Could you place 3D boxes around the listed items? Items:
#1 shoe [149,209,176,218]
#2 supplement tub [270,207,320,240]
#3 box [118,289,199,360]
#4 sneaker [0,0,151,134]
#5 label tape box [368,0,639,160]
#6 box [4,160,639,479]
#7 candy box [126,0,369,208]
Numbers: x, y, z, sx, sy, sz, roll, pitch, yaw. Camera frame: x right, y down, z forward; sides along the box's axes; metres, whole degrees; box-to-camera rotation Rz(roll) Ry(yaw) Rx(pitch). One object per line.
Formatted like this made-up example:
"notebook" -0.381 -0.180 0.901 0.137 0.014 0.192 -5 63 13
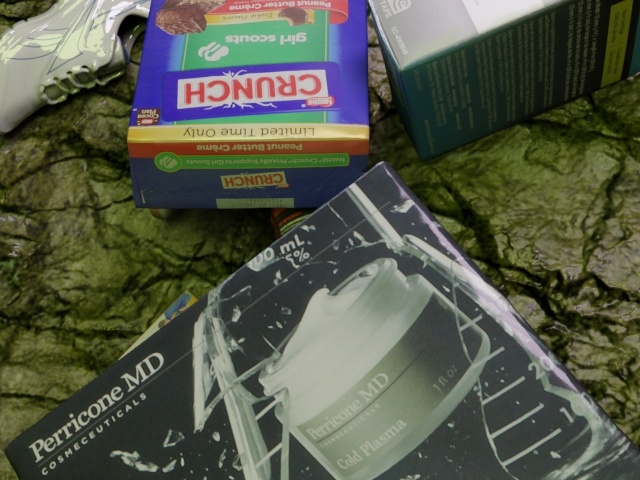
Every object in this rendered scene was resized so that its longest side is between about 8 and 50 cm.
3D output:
"shoe" -0.165 -0.128 1.409 0.058 0.076 0.219 9 71 19
"supplement tub" 0.000 0.000 1.315 0.106 0.106 0.198 -17 69 5
"box" -0.180 0.136 1.344 0.081 0.028 0.136 41 80 21
"sneaker" -0.333 -0.249 1.473 0.129 0.111 0.297 41 83 15
"label tape box" 0.244 -0.246 1.278 0.347 0.249 0.115 -24 68 2
"box" 0.040 0.274 1.059 0.480 0.297 0.472 -37 55 -1
"candy box" -0.078 -0.188 1.318 0.268 0.122 0.317 0 50 1
